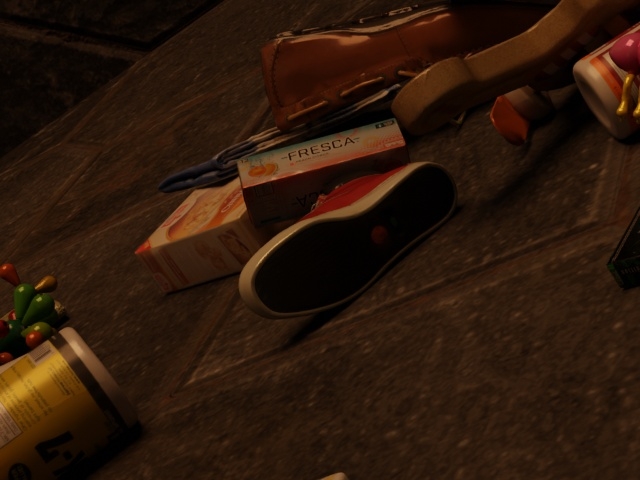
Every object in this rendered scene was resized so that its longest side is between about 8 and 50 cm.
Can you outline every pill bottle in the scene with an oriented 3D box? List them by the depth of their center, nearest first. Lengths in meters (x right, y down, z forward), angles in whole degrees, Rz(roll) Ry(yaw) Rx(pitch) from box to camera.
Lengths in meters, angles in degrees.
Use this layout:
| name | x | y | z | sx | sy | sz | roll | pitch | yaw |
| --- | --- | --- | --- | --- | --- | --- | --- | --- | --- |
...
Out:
| name | x | y | z | sx | sy | sz | roll | pitch | yaw |
| --- | --- | --- | --- | --- | --- | --- | --- | --- | --- |
| pill bottle | 0.319 | -0.167 | 1.432 | 0.152 | 0.086 | 0.086 | -33 | 17 | 2 |
| pill bottle | -0.291 | 0.189 | 1.481 | 0.208 | 0.119 | 0.119 | -37 | 18 | -12 |

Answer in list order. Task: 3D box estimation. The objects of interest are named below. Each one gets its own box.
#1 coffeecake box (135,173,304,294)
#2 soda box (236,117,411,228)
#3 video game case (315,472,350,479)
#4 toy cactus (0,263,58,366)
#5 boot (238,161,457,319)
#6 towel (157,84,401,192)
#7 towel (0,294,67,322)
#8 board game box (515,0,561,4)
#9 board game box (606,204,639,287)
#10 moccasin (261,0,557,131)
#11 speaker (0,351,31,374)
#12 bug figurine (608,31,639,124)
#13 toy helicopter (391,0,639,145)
| name | x | y | z | sx | sy | sz | roll | pitch | yaw |
| --- | --- | --- | --- | --- | --- | --- | --- | --- | --- |
| coffeecake box | -0.104 | -0.020 | 1.805 | 0.185 | 0.068 | 0.142 | -18 | 24 | 42 |
| soda box | 0.005 | -0.072 | 1.668 | 0.183 | 0.058 | 0.063 | -14 | 35 | -1 |
| video game case | -0.090 | 0.265 | 1.079 | 0.206 | 0.026 | 0.227 | -24 | 19 | 27 |
| toy cactus | -0.393 | 0.125 | 1.857 | 0.180 | 0.112 | 0.219 | -47 | 7 | 13 |
| boot | 0.000 | 0.000 | 1.548 | 0.244 | 0.088 | 0.176 | -31 | 15 | -24 |
| towel | -0.054 | -0.134 | 1.967 | 0.285 | 0.034 | 0.209 | -27 | 7 | -25 |
| towel | -0.391 | 0.113 | 2.021 | 0.110 | 0.027 | 0.148 | -38 | 17 | -20 |
| board game box | 0.252 | -0.301 | 1.739 | 0.243 | 0.042 | 0.165 | 7 | 20 | 9 |
| board game box | 0.328 | -0.058 | 1.221 | 0.136 | 0.030 | 0.259 | -20 | 21 | 41 |
| moccasin | 0.120 | -0.202 | 1.797 | 0.380 | 0.147 | 0.139 | -11 | 5 | 8 |
| speaker | -0.370 | 0.175 | 1.767 | 0.136 | 0.055 | 0.055 | -25 | 19 | 24 |
| bug figurine | 0.356 | -0.176 | 1.266 | 0.216 | 0.072 | 0.279 | 2 | 36 | 32 |
| toy helicopter | 0.205 | -0.177 | 1.537 | 0.355 | 0.140 | 0.235 | -25 | -15 | -32 |
